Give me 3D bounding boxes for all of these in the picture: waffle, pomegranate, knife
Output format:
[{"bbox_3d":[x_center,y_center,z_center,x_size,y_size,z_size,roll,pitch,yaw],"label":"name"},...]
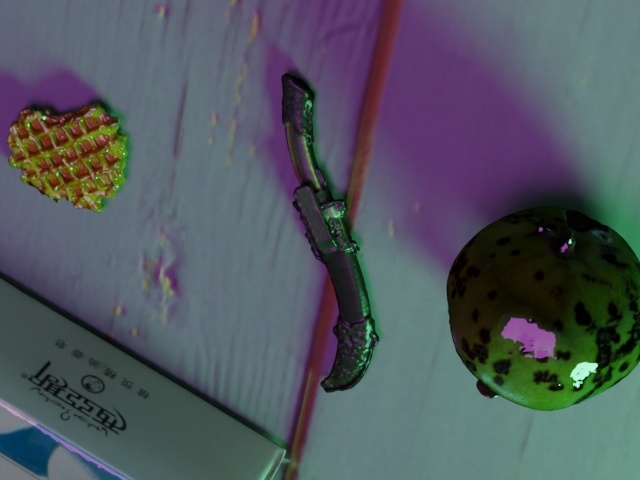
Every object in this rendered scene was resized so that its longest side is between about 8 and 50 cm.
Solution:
[{"bbox_3d":[-0.163,-0.057,1.216,0.085,0.016,0.078,12,119,17],"label":"waffle"},{"bbox_3d":[0.126,0.049,1.102,0.122,0.122,0.161,32,147,4],"label":"pomegranate"},{"bbox_3d":[0.006,0.001,1.175,0.046,0.021,0.222,3,118,24],"label":"knife"}]

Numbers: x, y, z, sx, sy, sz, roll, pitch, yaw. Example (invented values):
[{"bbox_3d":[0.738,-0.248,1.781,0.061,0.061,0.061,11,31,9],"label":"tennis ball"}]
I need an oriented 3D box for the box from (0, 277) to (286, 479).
[{"bbox_3d":[-0.193,0.170,1.286,0.274,0.116,0.203,31,124,4],"label":"box"}]
